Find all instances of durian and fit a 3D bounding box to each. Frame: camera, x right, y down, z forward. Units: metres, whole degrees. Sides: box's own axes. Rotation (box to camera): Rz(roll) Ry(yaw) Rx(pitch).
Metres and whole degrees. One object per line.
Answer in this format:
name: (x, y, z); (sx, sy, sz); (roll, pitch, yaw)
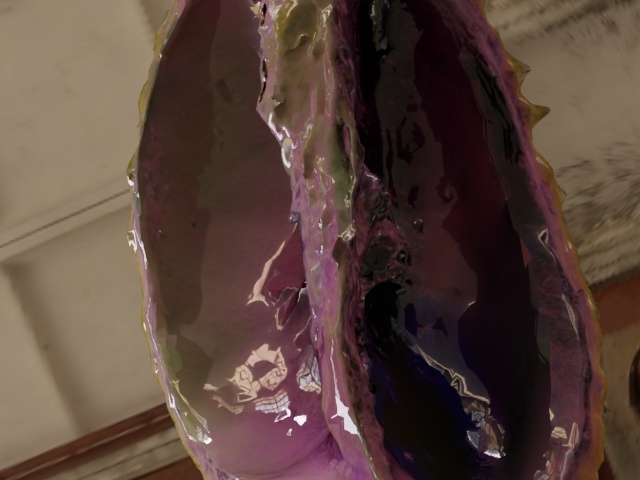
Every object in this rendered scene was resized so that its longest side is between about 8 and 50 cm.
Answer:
durian: (0.002, 0.004, 0.673); (0.186, 0.153, 0.261); (-7, -110, 34)
